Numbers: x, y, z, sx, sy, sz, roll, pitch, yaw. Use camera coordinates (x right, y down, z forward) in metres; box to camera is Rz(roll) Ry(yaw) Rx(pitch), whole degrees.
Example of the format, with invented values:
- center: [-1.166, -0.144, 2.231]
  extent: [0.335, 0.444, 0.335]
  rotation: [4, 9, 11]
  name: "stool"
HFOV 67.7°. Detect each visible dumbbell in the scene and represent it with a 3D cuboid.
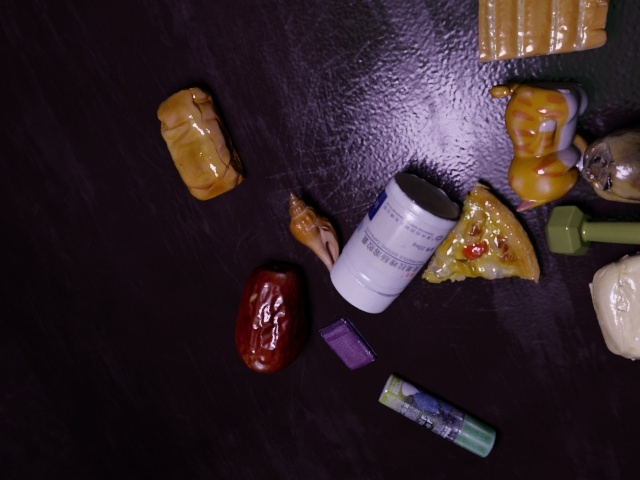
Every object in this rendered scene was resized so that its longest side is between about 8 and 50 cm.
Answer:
- center: [0.624, -0.016, 0.977]
  extent: [0.302, 0.122, 0.108]
  rotation: [5, 88, 53]
  name: "dumbbell"

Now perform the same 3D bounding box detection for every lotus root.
- center: [0.652, -0.149, 0.910]
  extent: [0.275, 0.152, 0.159]
  rotation: [-2, 81, -12]
  name: "lotus root"

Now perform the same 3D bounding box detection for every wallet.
- center: [0.082, 0.317, 1.456]
  extent: [0.111, 0.030, 0.166]
  rotation: [-37, 94, 30]
  name: "wallet"

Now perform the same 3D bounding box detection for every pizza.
- center: [0.377, 0.039, 1.190]
  extent: [0.280, 0.075, 0.288]
  rotation: [48, 121, 0]
  name: "pizza"

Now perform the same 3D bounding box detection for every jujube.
- center: [-0.142, 0.229, 1.412]
  extent: [0.223, 0.223, 0.317]
  rotation: [10, 104, 19]
  name: "jujube"

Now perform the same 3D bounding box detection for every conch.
- center: [0.000, -0.003, 1.337]
  extent: [0.109, 0.093, 0.330]
  rotation: [-26, 120, 12]
  name: "conch"

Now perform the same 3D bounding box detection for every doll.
- center: [0.469, -0.207, 0.999]
  extent: [0.162, 0.167, 0.269]
  rotation: [3, 110, 50]
  name: "doll"

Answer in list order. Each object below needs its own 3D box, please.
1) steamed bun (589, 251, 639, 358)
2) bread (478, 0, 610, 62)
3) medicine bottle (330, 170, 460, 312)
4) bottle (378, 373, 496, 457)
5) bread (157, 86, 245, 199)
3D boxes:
- center: [0.738, 0.126, 1.020]
  extent: [0.273, 0.166, 0.231]
  rotation: [-19, 82, 26]
  name: "steamed bun"
- center: [0.432, -0.488, 0.927]
  extent: [0.240, 0.111, 0.245]
  rotation: [0, 108, 20]
  name: "bread"
- center: [0.176, 0.012, 1.198]
  extent: [0.190, 0.190, 0.332]
  rotation: [36, 121, 6]
  name: "medicine bottle"
- center: [0.337, 0.509, 1.391]
  extent: [0.330, 0.093, 0.093]
  rotation: [26, 119, 11]
  name: "bottle"
- center: [-0.333, -0.269, 1.336]
  extent: [0.167, 0.132, 0.294]
  rotation: [-12, 107, 34]
  name: "bread"
